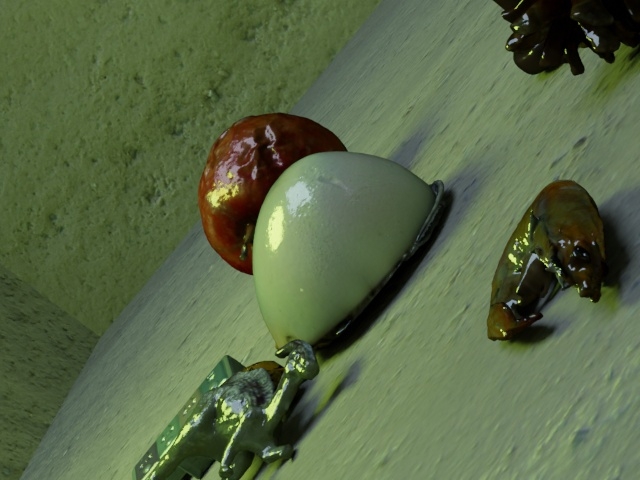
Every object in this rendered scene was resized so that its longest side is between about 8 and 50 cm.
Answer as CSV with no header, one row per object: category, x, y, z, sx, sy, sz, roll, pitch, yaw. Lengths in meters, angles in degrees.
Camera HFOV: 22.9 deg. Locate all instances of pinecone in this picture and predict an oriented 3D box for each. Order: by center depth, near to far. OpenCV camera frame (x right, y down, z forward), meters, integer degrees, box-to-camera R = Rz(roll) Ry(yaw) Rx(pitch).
pinecone,0.272,-0.316,1.574,0.309,0.244,0.244,-63,10,-4

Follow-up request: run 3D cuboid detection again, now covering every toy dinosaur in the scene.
toy dinosaur,-0.094,0.213,1.782,0.294,0.077,0.162,-23,38,40

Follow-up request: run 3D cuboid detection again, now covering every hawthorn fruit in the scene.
hawthorn fruit,-0.074,-0.044,2.242,0.242,0.242,0.271,-45,11,39

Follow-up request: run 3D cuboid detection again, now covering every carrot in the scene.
carrot,-0.083,0.187,1.940,0.069,0.069,0.229,-56,8,-19

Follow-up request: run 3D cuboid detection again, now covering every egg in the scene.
egg,0.003,-0.004,1.893,0.264,0.174,0.286,-53,5,-29

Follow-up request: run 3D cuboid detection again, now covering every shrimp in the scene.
shrimp,0.181,0.020,1.272,0.249,0.068,0.150,-131,66,-86

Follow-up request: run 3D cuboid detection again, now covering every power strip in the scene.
power strip,-0.164,0.266,2.092,0.215,0.061,0.145,-52,16,8

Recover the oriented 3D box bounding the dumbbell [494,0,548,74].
dumbbell,0.210,-0.307,1.837,0.140,0.225,0.124,-46,12,25
